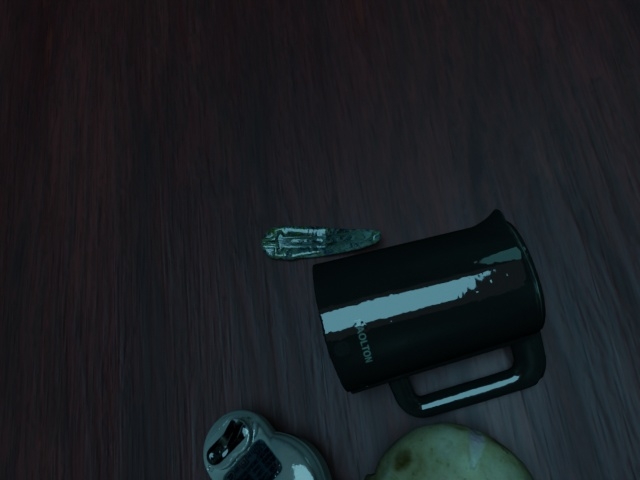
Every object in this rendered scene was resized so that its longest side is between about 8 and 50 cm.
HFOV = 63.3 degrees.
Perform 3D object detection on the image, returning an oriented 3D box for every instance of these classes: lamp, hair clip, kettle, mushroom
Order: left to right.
[{"bbox_3d":[-0.082,0.378,0.816,0.179,0.108,0.246,-44,67,-6],"label":"lamp"},{"bbox_3d":[0.000,0.001,0.948,0.229,0.036,0.065,-3,68,20],"label":"hair clip"},{"bbox_3d":[0.167,0.121,0.786,0.308,0.203,0.262,-16,68,6],"label":"kettle"},{"bbox_3d":[0.178,0.375,0.711,0.255,0.184,0.254,-5,72,16],"label":"mushroom"}]
